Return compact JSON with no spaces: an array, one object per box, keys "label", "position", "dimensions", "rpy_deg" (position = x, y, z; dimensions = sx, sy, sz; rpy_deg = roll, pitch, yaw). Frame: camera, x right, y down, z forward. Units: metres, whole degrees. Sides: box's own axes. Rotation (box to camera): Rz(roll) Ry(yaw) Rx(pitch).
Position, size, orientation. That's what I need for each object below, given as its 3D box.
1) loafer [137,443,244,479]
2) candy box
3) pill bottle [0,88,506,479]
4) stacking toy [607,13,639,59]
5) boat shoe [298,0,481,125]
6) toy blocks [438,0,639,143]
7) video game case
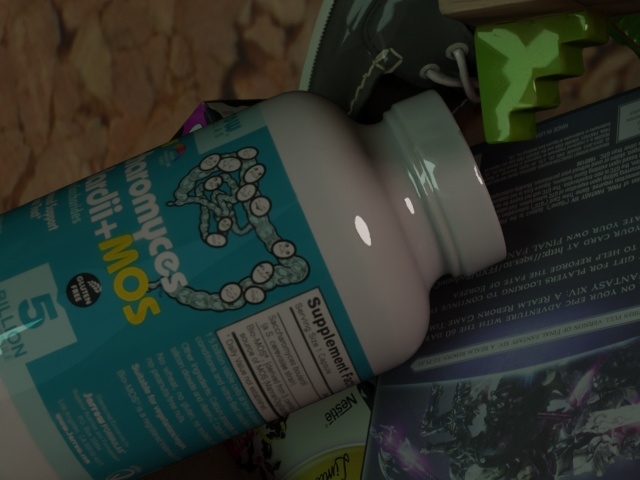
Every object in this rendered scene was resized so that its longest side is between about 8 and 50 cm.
[{"label":"loafer","position":[-0.109,0.141,0.740],"dimensions":[0.366,0.134,0.130],"rpy_deg":[28,117,38]},{"label":"candy box","position":[-0.036,0.054,0.802],"dimensions":[0.159,0.071,0.233],"rpy_deg":[-45,67,36]},{"label":"pill bottle","position":[-0.048,0.019,0.658],"dimensions":[0.264,0.146,0.146],"rpy_deg":[-24,73,0]},{"label":"stacking toy","position":[0.239,-0.106,0.564],"dimensions":[0.167,0.052,0.221],"rpy_deg":[-45,61,1]},{"label":"boat shoe","position":[0.097,-0.153,0.680],"dimensions":[0.095,0.112,0.335],"rpy_deg":[44,113,34]},{"label":"toy blocks","position":[0.165,-0.241,0.494],"dimensions":[0.261,0.191,0.381],"rpy_deg":[-6,92,22]},{"label":"video game case","position":[0.105,0.055,0.640],"dimensions":[0.196,0.026,0.274],"rpy_deg":[-18,49,40]}]
